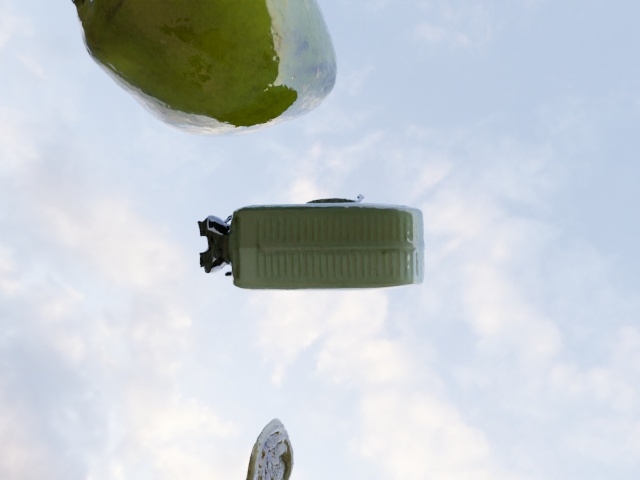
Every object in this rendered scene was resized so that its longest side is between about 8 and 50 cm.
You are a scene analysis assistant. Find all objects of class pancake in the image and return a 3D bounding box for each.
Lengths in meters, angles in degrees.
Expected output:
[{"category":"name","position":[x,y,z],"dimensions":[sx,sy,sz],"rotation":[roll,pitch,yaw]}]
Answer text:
[{"category":"pancake","position":[-0.073,0.328,0.691],"dimensions":[0.022,0.139,0.140],"rotation":[2,-71,24]}]

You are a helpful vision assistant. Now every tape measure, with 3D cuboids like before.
[{"category":"tape measure","position":[0.000,0.000,0.581],"dimensions":[0.234,0.207,0.115],"rotation":[0,-89,6]}]

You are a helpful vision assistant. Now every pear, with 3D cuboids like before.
[{"category":"pear","position":[-0.103,-0.207,0.484],"dimensions":[0.212,0.269,0.213],"rotation":[-8,-100,51]}]
